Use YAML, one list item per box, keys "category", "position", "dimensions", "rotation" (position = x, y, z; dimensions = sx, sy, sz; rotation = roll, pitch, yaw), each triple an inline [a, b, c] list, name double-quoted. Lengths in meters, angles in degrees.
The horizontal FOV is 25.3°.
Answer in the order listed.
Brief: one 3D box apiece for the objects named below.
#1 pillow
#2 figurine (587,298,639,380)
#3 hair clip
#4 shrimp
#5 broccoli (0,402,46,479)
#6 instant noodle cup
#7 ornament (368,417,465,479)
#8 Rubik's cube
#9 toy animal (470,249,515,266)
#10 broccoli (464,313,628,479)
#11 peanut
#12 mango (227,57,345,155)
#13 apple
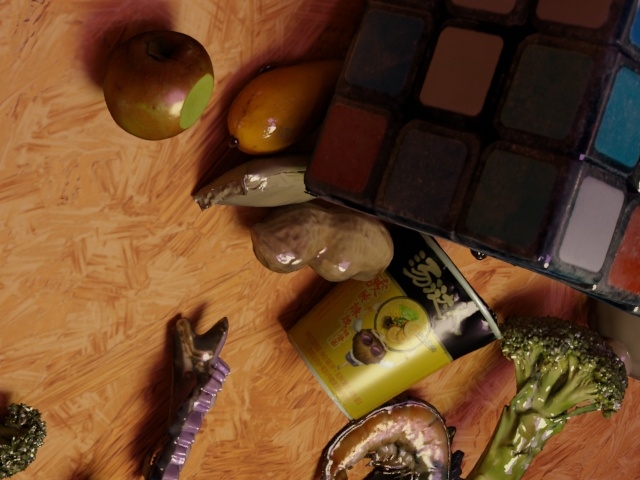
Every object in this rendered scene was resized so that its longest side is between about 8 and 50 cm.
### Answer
- category: "pillow"
  position: [-0.035, -0.072, 1.650]
  dimensions: [0.208, 0.053, 0.119]
  rotation: [-11, 169, -41]
- category: "figurine"
  position: [0.603, 0.122, 2.409]
  dimensions: [0.380, 0.203, 0.248]
  rotation: [-7, 125, -44]
- category: "hair clip"
  position: [-0.176, 0.218, 1.800]
  dimensions: [0.106, 0.084, 0.292]
  rotation: [-74, -176, -58]
- category: "shrimp"
  position: [0.105, 0.383, 2.189]
  dimensions: [0.222, 0.054, 0.290]
  rotation: [-17, 109, -18]
- category: "broccoli"
  position: [-0.367, 0.229, 1.627]
  dimensions: [0.092, 0.097, 0.095]
  rotation: [46, 58, -14]
- category: "instant noodle cup"
  position: [0.089, 0.110, 1.884]
  dimensions: [0.236, 0.215, 0.215]
  rotation: [-36, 144, 0]
- category: "ornament"
  position: [0.171, 0.417, 2.349]
  dimensions: [0.202, 0.080, 0.236]
  rotation: [-45, 145, -10]
- category: "Rubik's cube"
  position: [0.252, -0.139, 1.574]
  dimensions: [0.358, 0.362, 0.363]
  rotation: [15, 97, -46]
- category: "toy animal"
  position: [0.298, -0.057, 1.992]
  dimensions: [0.121, 0.117, 0.210]
  rotation: [14, 116, -44]
- category: "broccoli"
  position: [0.316, 0.277, 2.196]
  dimensions: [0.361, 0.221, 0.252]
  rotation: [-54, 170, -26]
- category: "peanut"
  position: [-0.001, 0.001, 1.742]
  dimensions: [0.227, 0.104, 0.085]
  rotation: [9, 136, -43]
- category: "mango"
  position: [-0.032, -0.152, 1.604]
  dimensions: [0.187, 0.066, 0.101]
  rotation: [-31, 144, -32]
- category: "apple"
  position: [-0.163, -0.156, 1.430]
  dimensions: [0.114, 0.099, 0.102]
  rotation: [-51, 161, -43]
